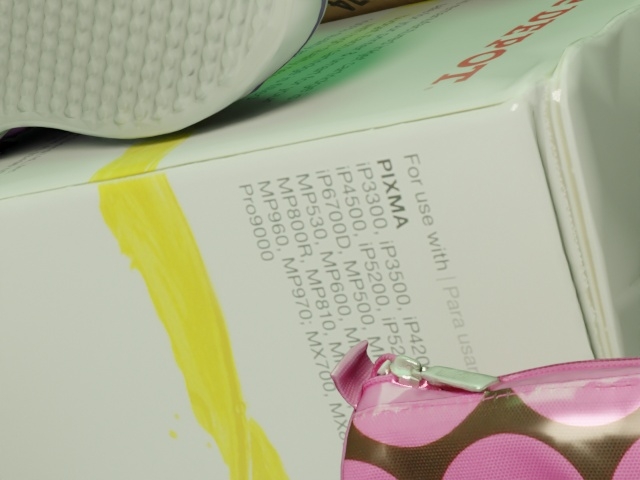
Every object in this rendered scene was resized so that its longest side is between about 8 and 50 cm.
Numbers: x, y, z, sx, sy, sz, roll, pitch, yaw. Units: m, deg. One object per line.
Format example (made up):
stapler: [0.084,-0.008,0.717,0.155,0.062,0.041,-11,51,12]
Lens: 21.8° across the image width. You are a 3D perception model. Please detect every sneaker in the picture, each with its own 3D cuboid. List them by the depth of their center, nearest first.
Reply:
sneaker: [-0.073,-0.106,0.693,0.282,0.102,0.161,-5,16,45]

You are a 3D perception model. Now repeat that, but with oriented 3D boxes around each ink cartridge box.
ink cartridge box: [0.000,0.000,0.733,0.384,0.160,0.279,-9,15,35]

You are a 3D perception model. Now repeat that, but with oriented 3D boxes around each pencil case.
pencil case: [0.107,0.064,0.473,0.209,0.098,0.095,-10,14,25]

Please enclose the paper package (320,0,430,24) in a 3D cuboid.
paper package: [0.109,-0.189,0.862,0.309,0.168,0.325,10,-17,-24]
